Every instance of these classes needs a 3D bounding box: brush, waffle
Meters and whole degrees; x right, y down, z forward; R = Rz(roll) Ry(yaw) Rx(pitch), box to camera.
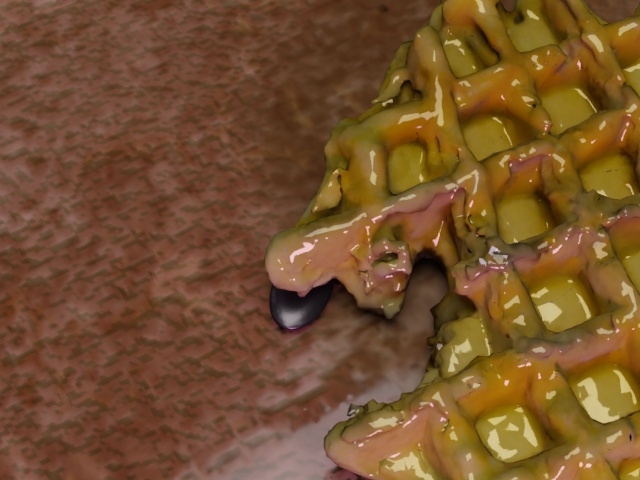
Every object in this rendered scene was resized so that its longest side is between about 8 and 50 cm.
[{"bbox_3d":[0.000,0.000,0.520,0.024,0.008,0.083,17,63,9],"label":"brush"},{"bbox_3d":[0.117,0.011,0.491,0.250,0.056,0.261,24,63,10],"label":"waffle"}]
